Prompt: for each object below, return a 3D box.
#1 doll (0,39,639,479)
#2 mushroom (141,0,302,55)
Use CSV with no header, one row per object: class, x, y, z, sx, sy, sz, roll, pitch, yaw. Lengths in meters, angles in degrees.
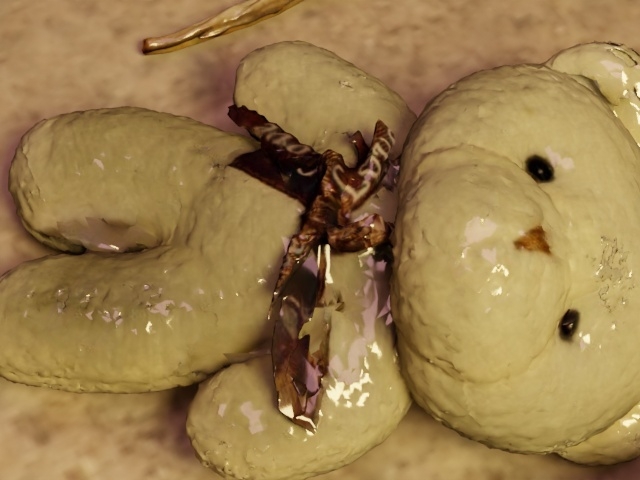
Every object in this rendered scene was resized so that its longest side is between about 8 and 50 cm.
doll,0.000,0.004,0.639,0.278,0.149,0.175,-1,91,10
mushroom,0.050,-0.132,0.784,0.286,0.026,0.028,-23,48,-15
